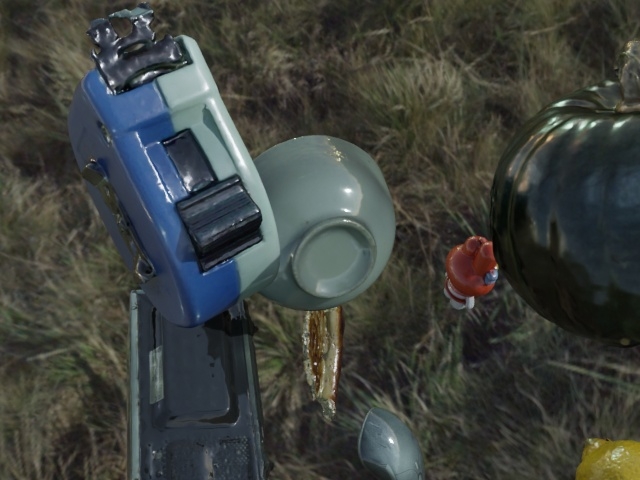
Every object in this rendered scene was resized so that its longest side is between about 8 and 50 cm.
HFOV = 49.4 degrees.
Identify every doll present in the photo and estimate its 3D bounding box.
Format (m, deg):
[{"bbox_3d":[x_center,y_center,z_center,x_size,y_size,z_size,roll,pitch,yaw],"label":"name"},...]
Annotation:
[{"bbox_3d":[0.419,0.083,1.937,0.130,0.290,0.161,-11,55,-21],"label":"doll"}]

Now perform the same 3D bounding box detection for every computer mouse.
[{"bbox_3d":[0.222,0.585,1.800,0.090,0.379,0.167,-14,28,41],"label":"computer mouse"}]

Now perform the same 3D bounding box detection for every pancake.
[{"bbox_3d":[0.015,0.238,1.553,0.056,0.257,0.212,-1,29,17],"label":"pancake"}]

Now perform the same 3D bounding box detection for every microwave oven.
[{"bbox_3d":[-0.210,0.292,1.162,0.219,0.286,0.354,1,53,-18],"label":"microwave oven"}]

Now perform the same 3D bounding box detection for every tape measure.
[{"bbox_3d":[-0.150,-0.036,0.607,0.098,0.351,0.215,-29,97,-21],"label":"tape measure"}]

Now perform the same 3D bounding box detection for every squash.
[{"bbox_3d":[0.213,-0.027,0.436,0.218,0.172,0.218,-11,44,11],"label":"squash"}]

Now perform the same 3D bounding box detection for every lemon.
[{"bbox_3d":[0.556,0.457,1.222,0.188,0.188,0.256,-42,56,0],"label":"lemon"}]

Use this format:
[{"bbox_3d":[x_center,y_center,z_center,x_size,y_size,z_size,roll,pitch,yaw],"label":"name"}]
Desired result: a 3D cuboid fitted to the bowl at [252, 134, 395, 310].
[{"bbox_3d":[0.000,0.000,1.060,0.289,0.289,0.146,-38,34,2],"label":"bowl"}]
